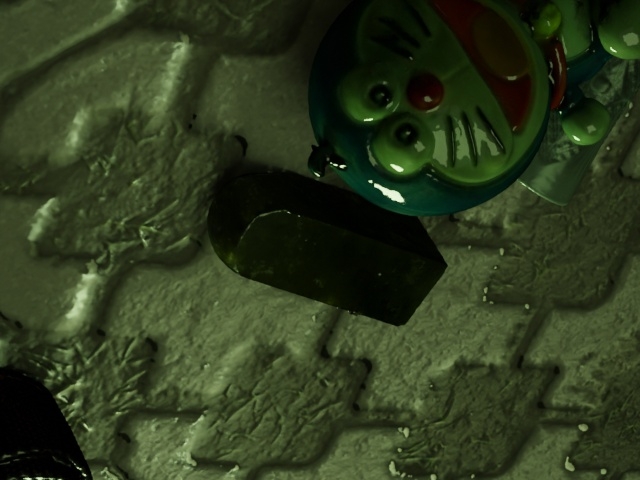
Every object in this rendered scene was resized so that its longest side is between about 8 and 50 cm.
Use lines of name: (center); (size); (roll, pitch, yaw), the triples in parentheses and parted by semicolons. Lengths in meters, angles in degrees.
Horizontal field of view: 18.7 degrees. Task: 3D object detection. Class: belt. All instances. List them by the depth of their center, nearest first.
belt: (-0.322, 0.261, 1.722); (0.184, 0.164, 0.289); (10, 123, -44)

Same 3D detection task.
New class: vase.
vase: (0.248, -0.144, 1.727); (0.096, 0.096, 0.219); (23, 111, -39)

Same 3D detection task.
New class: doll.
doll: (0.122, -0.136, 1.600); (0.322, 0.199, 0.186); (-27, 176, -19)

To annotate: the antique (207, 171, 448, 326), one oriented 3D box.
antique: (0.000, 0.000, 1.728); (0.220, 0.080, 0.081); (20, 115, -37)
